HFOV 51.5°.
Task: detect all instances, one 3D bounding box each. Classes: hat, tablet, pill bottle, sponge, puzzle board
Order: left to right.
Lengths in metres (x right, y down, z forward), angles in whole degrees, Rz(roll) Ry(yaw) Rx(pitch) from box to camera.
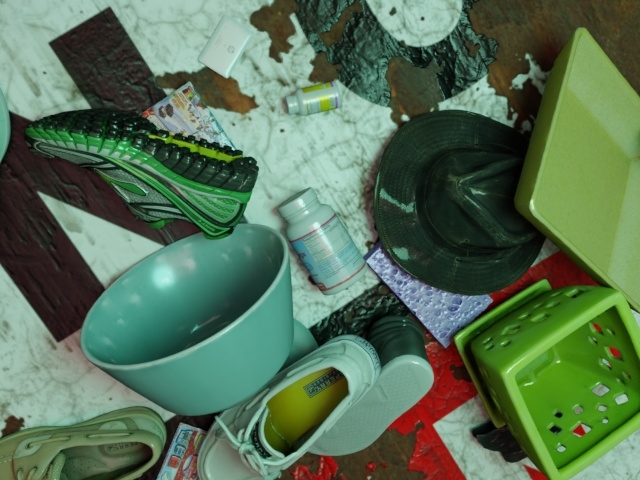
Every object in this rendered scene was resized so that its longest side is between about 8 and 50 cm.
[{"bbox_3d":[-0.210,0.373,1.093,0.096,0.011,0.128,22,93,-11],"label":"puzzle board"},{"bbox_3d":[-0.146,-0.301,1.029,0.054,0.006,0.083,31,91,-12],"label":"tablet"},{"bbox_3d":[-0.012,-0.221,1.041,0.083,0.043,0.043,-14,99,-7],"label":"pill bottle"},{"bbox_3d":[0.000,0.000,1.047,0.087,0.087,0.160,-33,100,-4],"label":"pill bottle"},{"bbox_3d":[0.180,0.066,1.112,0.117,0.031,0.210,-43,101,-3],"label":"sponge"},{"bbox_3d":[0.254,-0.060,1.040,0.331,0.134,0.331,0,92,-16],"label":"hat"}]

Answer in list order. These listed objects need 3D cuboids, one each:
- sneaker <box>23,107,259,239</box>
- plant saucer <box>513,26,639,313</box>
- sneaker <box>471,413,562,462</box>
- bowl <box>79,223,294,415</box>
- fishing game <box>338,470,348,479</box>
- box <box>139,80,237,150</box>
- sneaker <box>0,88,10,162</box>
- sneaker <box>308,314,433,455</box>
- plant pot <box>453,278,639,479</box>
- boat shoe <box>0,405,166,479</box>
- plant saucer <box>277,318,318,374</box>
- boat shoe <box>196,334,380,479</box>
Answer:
[{"bbox_3d":[-0.270,-0.093,0.959,0.343,0.134,0.146,20,114,4],"label":"sneaker"},{"bbox_3d":[0.424,-0.097,1.035,0.333,0.081,0.333,35,65,-29],"label":"plant saucer"},{"bbox_3d":[0.356,0.327,1.161,0.170,0.051,0.089,-30,105,-2],"label":"sneaker"},{"bbox_3d":[-0.161,0.126,0.952,0.311,0.311,0.163,-27,119,-5],"label":"bowl"},{"bbox_3d":[-0.034,0.506,1.125,0.264,0.041,0.189,-33,100,4],"label":"fishing game"},{"bbox_3d":[-0.200,-0.162,1.025,0.094,0.027,0.137,-35,101,-5],"label":"box"},{"bbox_3d":[-0.505,-0.119,0.917,0.094,0.151,0.256,9,94,-9],"label":"sneaker"},{"bbox_3d":[0.072,0.236,1.085,0.104,0.147,0.296,38,120,-14],"label":"sneaker"},{"bbox_3d":[0.360,0.202,1.055,0.227,0.207,0.228,-31,107,-11],"label":"plant pot"},{"bbox_3d":[-0.407,0.347,1.006,0.341,0.110,0.122,-20,99,-7],"label":"boat shoe"},{"bbox_3d":[-0.092,0.213,1.082,0.195,0.037,0.195,-1,96,-9],"label":"plant saucer"},{"bbox_3d":[-0.074,0.281,0.964,0.367,0.156,0.136,-38,84,22],"label":"boat shoe"}]
